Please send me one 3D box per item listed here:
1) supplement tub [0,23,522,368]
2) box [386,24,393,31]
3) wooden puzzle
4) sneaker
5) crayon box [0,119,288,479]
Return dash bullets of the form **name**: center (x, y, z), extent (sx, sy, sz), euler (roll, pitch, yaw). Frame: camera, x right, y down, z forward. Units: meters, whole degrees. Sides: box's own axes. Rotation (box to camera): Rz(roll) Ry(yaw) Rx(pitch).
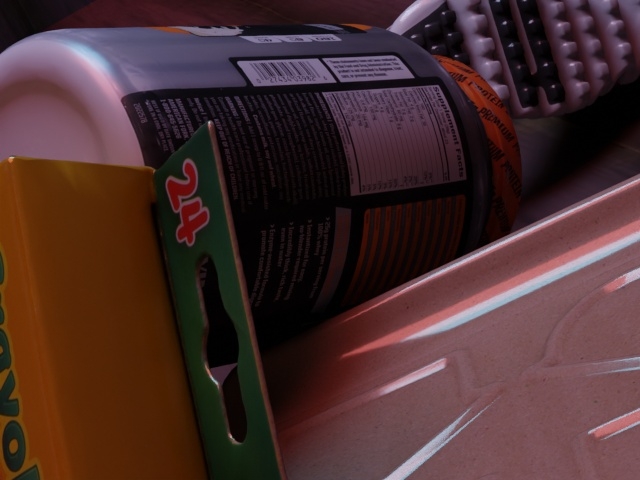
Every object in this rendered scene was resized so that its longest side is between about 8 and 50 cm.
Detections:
- **supplement tub**: center (-0.036, -0.029, 0.906), extent (0.193, 0.193, 0.316), euler (-8, 0, 45)
- **box**: center (0.204, -0.213, 1.323), extent (0.290, 0.087, 0.169), euler (-40, 23, -31)
- **wooden puzzle**: center (0.104, 0.110, 0.681), extent (0.322, 0.080, 0.348), euler (-26, 24, 8)
- **sneaker**: center (0.165, -0.142, 1.118), extent (0.292, 0.110, 0.118), euler (-11, 0, -29)
- **crayon box**: center (-0.145, 0.096, 0.727), extent (0.081, 0.202, 0.318), euler (4, -27, -39)
